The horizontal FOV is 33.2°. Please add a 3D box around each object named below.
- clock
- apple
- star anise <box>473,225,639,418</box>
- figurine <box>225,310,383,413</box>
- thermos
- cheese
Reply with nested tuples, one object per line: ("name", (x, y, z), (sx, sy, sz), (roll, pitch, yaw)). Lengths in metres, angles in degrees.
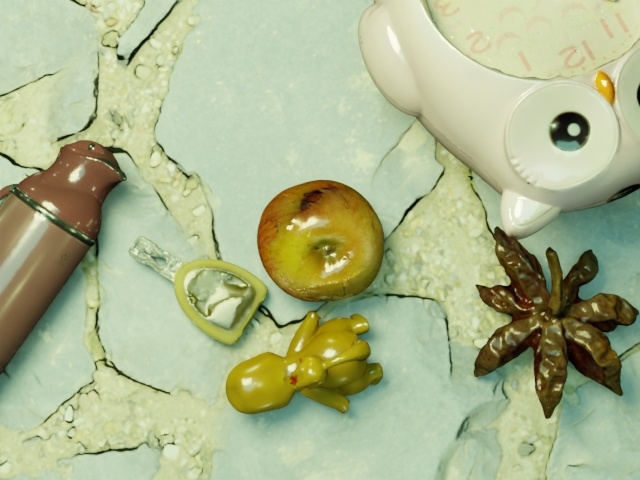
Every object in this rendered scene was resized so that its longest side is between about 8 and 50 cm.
("clock", (0.238, -0.209, 1.156), (0.368, 0.250, 0.377), (-23, 78, -3))
("apple", (0.000, 0.000, 1.192), (0.146, 0.146, 0.146), (0, 84, 0))
("star anise", (0.259, 0.093, 1.199), (0.212, 0.111, 0.196), (32, 92, -3))
("figurine", (-0.020, 0.145, 1.179), (0.176, 0.122, 0.121), (-19, 87, -3))
("thermos", (-0.343, 0.027, 1.212), (0.109, 0.136, 0.330), (37, 84, -24))
("cheese", (-0.146, 0.046, 1.234), (0.162, 0.036, 0.086), (32, 84, 3))
